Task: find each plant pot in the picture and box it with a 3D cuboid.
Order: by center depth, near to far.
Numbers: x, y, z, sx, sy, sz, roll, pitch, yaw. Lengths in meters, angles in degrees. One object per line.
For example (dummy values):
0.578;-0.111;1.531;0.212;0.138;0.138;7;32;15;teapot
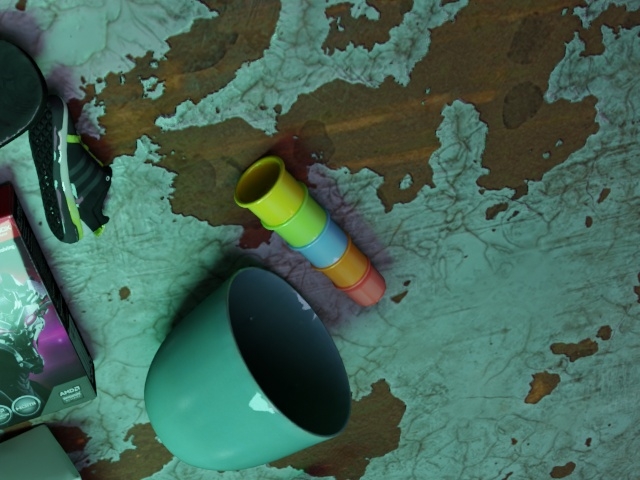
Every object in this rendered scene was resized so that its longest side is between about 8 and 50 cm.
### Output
-0.132;0.227;1.600;0.235;0.293;0.293;-34;127;23;plant pot

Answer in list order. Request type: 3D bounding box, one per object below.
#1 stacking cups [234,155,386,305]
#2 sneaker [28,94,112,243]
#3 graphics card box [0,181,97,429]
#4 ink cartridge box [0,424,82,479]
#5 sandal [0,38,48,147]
0.000;0.000;1.598;0.096;0.096;0.316;-39;125;10;stacking cups
-0.347;-0.105;1.445;0.097;0.084;0.234;-23;131;-33;sneaker
-0.502;0.117;1.516;0.233;0.094;0.371;-17;127;-6;graphics card box
-0.524;0.549;1.705;0.285;0.166;0.395;-23;128;-26;ink cartridge box
-0.557;-0.104;1.312;0.446;0.107;0.167;-40;93;4;sandal
